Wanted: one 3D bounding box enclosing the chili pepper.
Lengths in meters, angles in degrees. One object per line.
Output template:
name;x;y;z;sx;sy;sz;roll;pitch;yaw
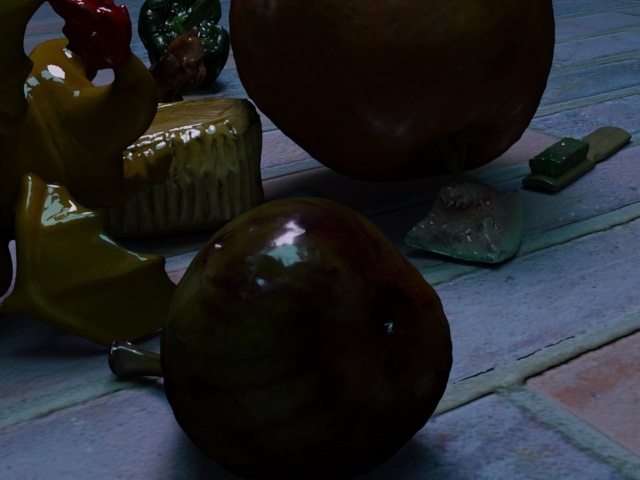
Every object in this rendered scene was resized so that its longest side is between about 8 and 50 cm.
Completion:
chili pepper;-0.246;-0.382;1.678;0.165;0.174;0.261;-4;-9;-11

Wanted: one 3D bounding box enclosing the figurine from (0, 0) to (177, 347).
figurine;-0.329;-0.084;0.850;0.387;0.401;0.268;-27;33;-26

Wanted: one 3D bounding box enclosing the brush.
brush;0.371;-0.130;1.326;0.054;0.048;0.282;20;30;32

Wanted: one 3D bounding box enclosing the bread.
bread;-0.194;-0.093;1.145;0.253;0.143;0.227;-12;28;-18

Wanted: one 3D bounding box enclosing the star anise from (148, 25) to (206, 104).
star anise;-0.267;-0.261;1.558;0.212;0.111;0.196;-48;23;-20

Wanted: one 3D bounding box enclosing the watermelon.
watermelon;0.188;-0.020;1.062;0.101;0.080;0.155;32;26;33

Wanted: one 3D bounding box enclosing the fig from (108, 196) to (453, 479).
fig;-0.062;0.080;0.737;0.320;0.217;0.217;-8;12;47

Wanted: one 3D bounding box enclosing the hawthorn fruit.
hawthorn fruit;0.094;-0.238;1.103;0.402;0.403;0.403;-1;24;0

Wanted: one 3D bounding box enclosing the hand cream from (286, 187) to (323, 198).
hand cream;0.000;0.000;1.055;0.083;0.048;0.224;-5;29;-15
